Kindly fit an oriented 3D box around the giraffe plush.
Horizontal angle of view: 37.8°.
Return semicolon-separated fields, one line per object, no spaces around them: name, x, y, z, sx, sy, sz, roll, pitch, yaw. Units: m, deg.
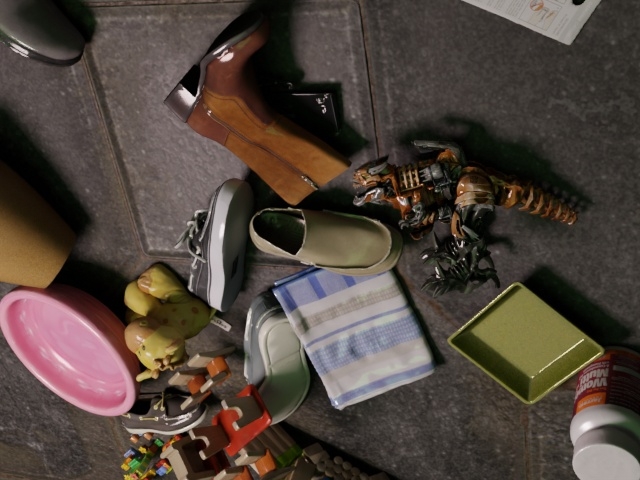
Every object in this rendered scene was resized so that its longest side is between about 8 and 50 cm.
giraffe plush;-0.294;0.172;1.738;0.210;0.170;0.181;18;128;10

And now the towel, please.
towel;0.063;0.155;1.629;0.209;0.034;0.285;-22;114;10

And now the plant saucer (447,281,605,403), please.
plant saucer;0.341;0.162;1.553;0.188;0.045;0.188;38;129;-5

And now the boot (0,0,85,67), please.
boot;-0.458;-0.438;1.414;0.338;0.118;0.223;41;123;-15

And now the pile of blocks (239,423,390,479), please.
pile of blocks;-0.016;0.494;1.869;0.362;0.149;0.112;25;129;3

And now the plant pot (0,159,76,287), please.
plant pot;-0.586;-0.026;1.706;0.254;0.237;0.237;31;131;-21

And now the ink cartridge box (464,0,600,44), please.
ink cartridge box;0.267;-0.379;1.210;0.232;0.066;0.189;16;131;-16

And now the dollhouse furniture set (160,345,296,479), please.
dollhouse furniture set;-0.177;0.362;1.753;0.259;0.135;0.262;-45;66;37

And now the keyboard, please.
keyboard;-0.060;-0.214;1.465;0.180;0.023;0.108;3;131;20

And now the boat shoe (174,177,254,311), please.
boat shoe;-0.185;-0.001;1.613;0.105;0.113;0.306;25;145;11

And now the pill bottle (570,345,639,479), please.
pill bottle;0.460;0.278;1.475;0.121;0.221;0.121;11;127;15

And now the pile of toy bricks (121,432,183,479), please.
pile of toy bricks;-0.385;0.484;2.039;0.118;0.105;0.212;40;129;-8

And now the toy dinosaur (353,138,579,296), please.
toy dinosaur;0.211;-0.042;1.403;0.322;0.164;0.218;13;113;24

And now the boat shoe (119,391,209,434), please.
boat shoe;-0.334;0.353;1.941;0.228;0.081;0.068;-13;122;32

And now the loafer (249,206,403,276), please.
loafer;0.000;0.000;1.526;0.269;0.092;0.101;6;86;18

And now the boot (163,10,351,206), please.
boot;-0.070;-0.186;1.413;0.280;0.096;0.264;39;133;-14

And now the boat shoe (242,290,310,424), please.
boat shoe;-0.091;0.225;1.764;0.099;0.116;0.319;53;152;39

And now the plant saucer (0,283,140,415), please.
plant saucer;-0.487;0.207;1.869;0.332;0.084;0.332;20;137;20
